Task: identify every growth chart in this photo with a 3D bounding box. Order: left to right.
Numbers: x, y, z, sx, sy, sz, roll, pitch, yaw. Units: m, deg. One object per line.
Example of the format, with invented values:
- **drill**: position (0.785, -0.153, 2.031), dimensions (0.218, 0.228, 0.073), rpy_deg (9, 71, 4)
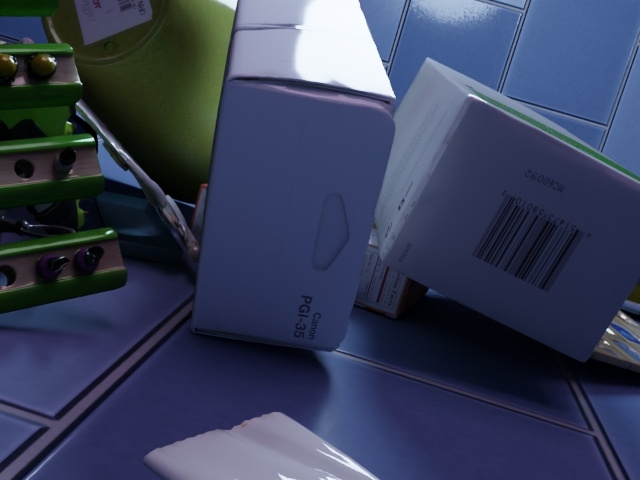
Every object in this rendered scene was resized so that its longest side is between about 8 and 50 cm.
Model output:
- **growth chart**: position (-0.191, -0.088, 0.792), dimensions (0.237, 0.021, 0.172), rpy_deg (51, -4, -19)

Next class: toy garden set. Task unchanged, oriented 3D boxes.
- **toy garden set**: position (-0.234, -0.073, 0.535), dimensions (0.203, 0.244, 0.049), rpy_deg (-11, -6, -39)

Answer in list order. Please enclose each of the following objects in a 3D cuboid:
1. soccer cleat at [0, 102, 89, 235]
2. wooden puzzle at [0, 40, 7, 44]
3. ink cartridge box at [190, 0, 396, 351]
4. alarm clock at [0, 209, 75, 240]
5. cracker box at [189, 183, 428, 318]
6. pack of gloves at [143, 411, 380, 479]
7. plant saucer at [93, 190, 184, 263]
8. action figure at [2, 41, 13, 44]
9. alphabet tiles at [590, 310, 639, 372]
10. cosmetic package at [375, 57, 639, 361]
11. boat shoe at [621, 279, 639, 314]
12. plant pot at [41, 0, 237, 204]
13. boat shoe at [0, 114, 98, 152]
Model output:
- **soccer cleat**: position (-0.223, -0.056, 0.678), dimensions (0.072, 0.179, 0.060), rpy_deg (-11, 51, -17)
- **wooden puzzle**: position (-0.644, -0.293, 1.415), dimensions (0.322, 0.081, 0.348), rpy_deg (18, 16, 13)
- **ink cartridge box**: position (-0.028, -0.077, 0.712), dimensions (0.117, 0.207, 0.283), rpy_deg (8, 28, -7)
- **alarm clock**: position (-0.268, -0.017, 0.606), dimensions (0.192, 0.064, 0.129), rpy_deg (8, 7, -7)
- **cracker box**: position (0.000, 0.000, 0.915), dimensions (0.232, 0.067, 0.155), rpy_deg (20, 12, 15)
- **pack of gloves**: position (-0.018, 0.148, 0.299), dimensions (0.195, 0.046, 0.232), rpy_deg (-10, 23, -41)
- **plant saucer**: position (-0.185, -0.015, 0.859), dimensions (0.067, 0.018, 0.192), rpy_deg (11, 12, -23)
- **action figure**: position (-0.448, -0.136, 0.708), dimensions (0.370, 0.248, 0.276), rpy_deg (-3, 41, -9)
- **alphabet tiles**: position (0.234, 0.054, 0.931), dimensions (0.342, 0.011, 0.285), rpy_deg (18, 18, -34)
- **cosmetic package**: position (0.162, -0.053, 0.831), dimensions (0.196, 0.155, 0.365), rpy_deg (25, 16, -7)
- **boat shoe**: position (0.508, 0.068, 1.130), dimensions (0.367, 0.136, 0.156), rpy_deg (17, 11, 18)
- **plant pot**: position (-0.163, -0.203, 0.945), dimensions (0.274, 0.275, 0.293), rpy_deg (20, -5, 17)
- **boat shoe**: position (-0.367, -0.143, 0.989), dimensions (0.258, 0.109, 0.089), rpy_deg (19, 15, 4)
